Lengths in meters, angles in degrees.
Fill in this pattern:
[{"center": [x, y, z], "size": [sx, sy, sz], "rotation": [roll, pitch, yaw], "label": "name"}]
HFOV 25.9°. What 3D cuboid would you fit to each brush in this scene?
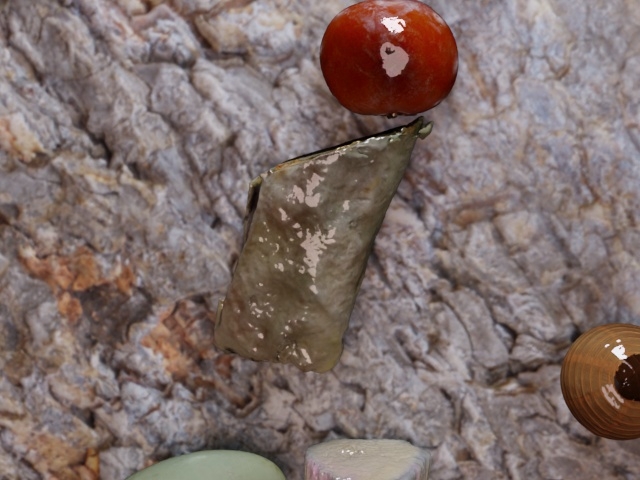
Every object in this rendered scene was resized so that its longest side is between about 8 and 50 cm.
[{"center": [0.038, 0.342, 1.589], "size": [0.174, 0.266, 0.166], "rotation": [3, 104, 16], "label": "brush"}]

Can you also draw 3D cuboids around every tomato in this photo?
[{"center": [0.074, -0.202, 1.558], "size": [0.159, 0.091, 0.139], "rotation": [2, 101, 8], "label": "tomato"}]

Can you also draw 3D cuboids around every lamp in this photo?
[{"center": [0.341, 0.161, 1.584], "size": [0.136, 0.136, 0.136], "rotation": [1, 102, 6], "label": "lamp"}]

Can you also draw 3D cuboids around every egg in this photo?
[{"center": [-0.163, 0.363, 1.640], "size": [0.295, 0.218, 0.218], "rotation": [-42, 95, 3], "label": "egg"}]

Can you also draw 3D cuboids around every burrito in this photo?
[{"center": [-0.012, -0.005, 1.607], "size": [0.175, 0.107, 0.348], "rotation": [18, 106, -11], "label": "burrito"}]
